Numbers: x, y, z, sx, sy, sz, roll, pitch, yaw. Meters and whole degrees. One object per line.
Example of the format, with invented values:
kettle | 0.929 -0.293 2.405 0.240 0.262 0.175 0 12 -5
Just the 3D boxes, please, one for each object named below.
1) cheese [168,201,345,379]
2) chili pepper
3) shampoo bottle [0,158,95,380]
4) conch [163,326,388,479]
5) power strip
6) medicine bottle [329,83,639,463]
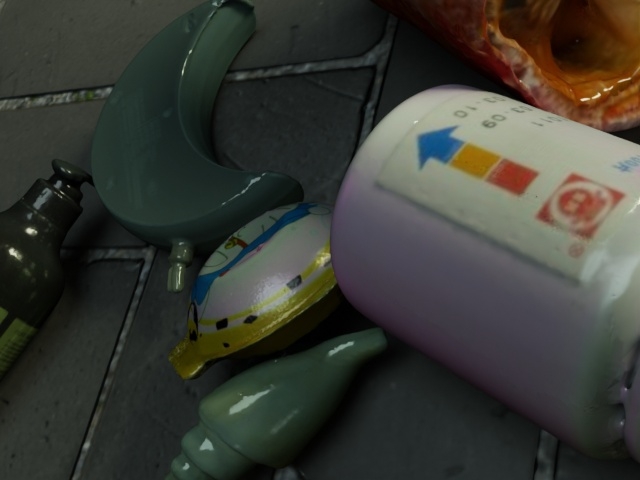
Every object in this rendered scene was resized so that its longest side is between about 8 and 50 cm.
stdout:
cheese | 0.000 0.000 0.629 0.250 0.064 0.156 -39 20 -10
chili pepper | 0.130 -0.223 0.590 0.251 0.229 0.305 -16 45 -23
shampoo bottle | -0.271 0.057 0.744 0.101 0.101 0.284 29 80 39
conch | -0.034 0.108 0.606 0.180 0.088 0.065 -36 93 0
power strip | -0.101 -0.072 0.753 0.167 0.054 0.253 -26 52 19
medicine bottle | 0.137 0.024 0.487 0.254 0.152 0.152 30 80 38
